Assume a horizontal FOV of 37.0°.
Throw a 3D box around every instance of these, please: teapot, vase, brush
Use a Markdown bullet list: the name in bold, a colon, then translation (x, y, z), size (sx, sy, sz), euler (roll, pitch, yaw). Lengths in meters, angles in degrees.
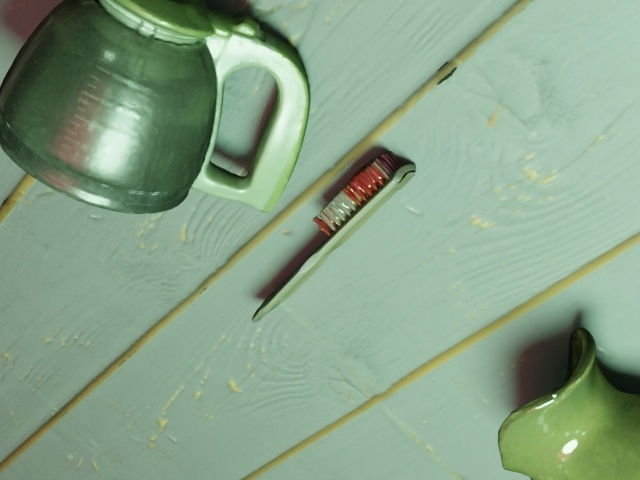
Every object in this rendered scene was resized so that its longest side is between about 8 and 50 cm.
- **teapot**: translation (-0.182, -0.159, 1.057), size (0.321, 0.239, 0.239), euler (34, 116, 6)
- **vase**: translation (0.350, 0.292, 1.153), size (0.302, 0.241, 0.329), euler (38, 157, 11)
- **brush**: translation (0.000, 0.000, 1.192), size (0.050, 0.060, 0.321), euler (47, 129, 5)
